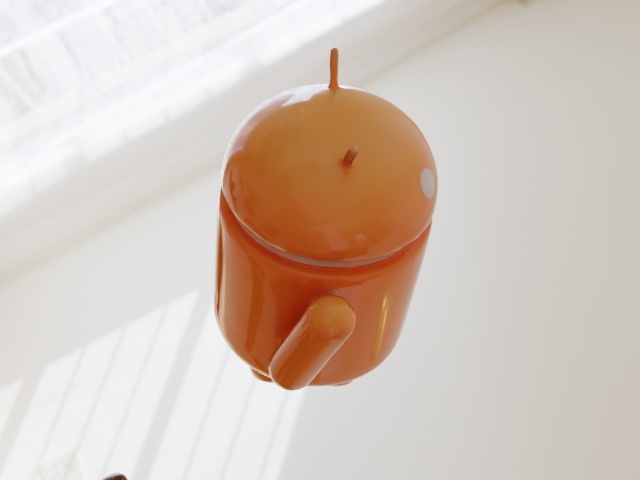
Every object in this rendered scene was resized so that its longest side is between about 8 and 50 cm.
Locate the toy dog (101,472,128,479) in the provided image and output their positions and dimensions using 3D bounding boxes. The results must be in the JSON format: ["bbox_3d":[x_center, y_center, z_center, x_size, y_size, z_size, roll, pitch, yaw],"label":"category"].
[{"bbox_3d":[-0.096,0.234,0.624,0.334,0.220,0.161,132,-56,-63],"label":"toy dog"}]

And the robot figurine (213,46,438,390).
[{"bbox_3d":[0.001,0.001,0.573,0.128,0.158,0.219,33,-40,22],"label":"robot figurine"}]
